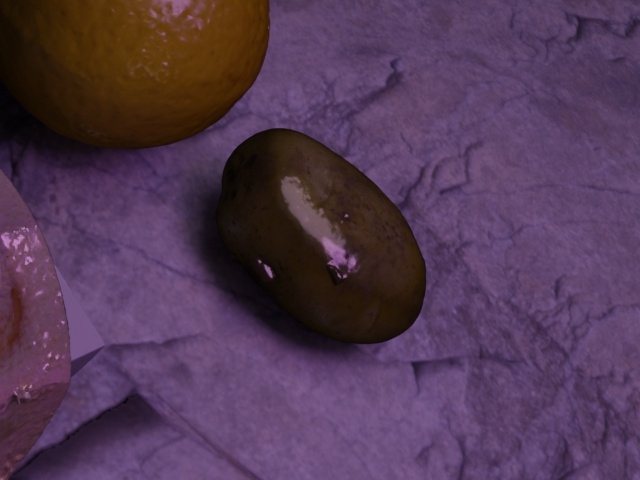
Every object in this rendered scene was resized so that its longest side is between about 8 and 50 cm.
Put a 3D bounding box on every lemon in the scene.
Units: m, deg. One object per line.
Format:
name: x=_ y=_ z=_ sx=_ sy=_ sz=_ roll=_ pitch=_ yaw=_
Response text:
lemon: x=-0.186 y=-0.218 z=1.628 sx=0.293 sy=0.293 sz=0.293 roll=22 pitch=48 yaw=-27

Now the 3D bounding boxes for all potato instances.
potato: x=-0.001 y=0.000 z=1.709 sx=0.228 sy=0.148 sz=0.197 roll=30 pitch=23 yaw=-28

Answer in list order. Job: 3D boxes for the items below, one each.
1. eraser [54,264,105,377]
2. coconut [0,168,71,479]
eraser: x=-0.311 y=-0.003 z=1.502 sx=0.076 sy=0.078 sz=0.298 roll=-26 pitch=78 yaw=-47
coconut: x=-0.334 y=0.071 z=1.270 sx=0.309 sy=0.297 sz=0.297 roll=-17 pitch=72 yaw=-40
